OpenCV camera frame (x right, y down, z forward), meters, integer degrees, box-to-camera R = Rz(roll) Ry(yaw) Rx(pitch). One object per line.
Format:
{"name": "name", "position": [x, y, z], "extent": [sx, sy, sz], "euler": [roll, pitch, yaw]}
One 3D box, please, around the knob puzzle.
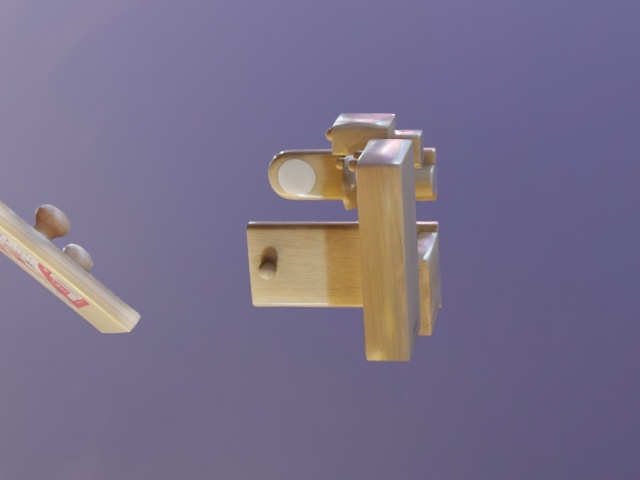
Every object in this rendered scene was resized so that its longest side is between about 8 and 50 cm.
{"name": "knob puzzle", "position": [-0.175, -0.023, 0.854], "extent": [0.030, 0.213, 0.213], "euler": [-51, -156, -10]}

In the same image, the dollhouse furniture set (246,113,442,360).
{"name": "dollhouse furniture set", "position": [0.000, 0.000, 0.952], "extent": [0.123, 0.144, 0.151], "euler": [0, -160, 11]}
